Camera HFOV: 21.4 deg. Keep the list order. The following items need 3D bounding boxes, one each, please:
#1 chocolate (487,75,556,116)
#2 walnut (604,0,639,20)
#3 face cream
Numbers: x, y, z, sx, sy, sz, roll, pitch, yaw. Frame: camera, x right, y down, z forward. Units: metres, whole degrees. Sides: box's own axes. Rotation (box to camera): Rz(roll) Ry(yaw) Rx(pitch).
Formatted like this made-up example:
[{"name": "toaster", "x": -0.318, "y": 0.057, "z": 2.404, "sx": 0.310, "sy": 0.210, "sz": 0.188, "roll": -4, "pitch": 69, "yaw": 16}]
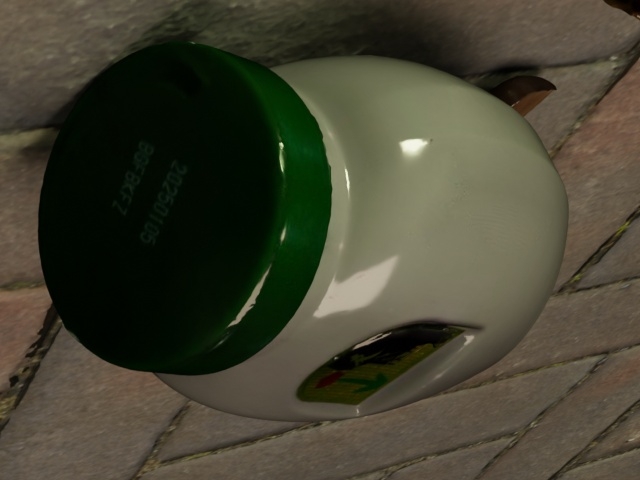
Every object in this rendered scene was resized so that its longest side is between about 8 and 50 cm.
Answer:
[{"name": "chocolate", "x": 0.137, "y": -0.100, "z": 1.351, "sx": 0.064, "sy": 0.031, "sz": 0.100, "roll": -15, "pitch": 157, "yaw": -50}, {"name": "walnut", "x": 0.291, "y": -0.213, "z": 1.151, "sx": 0.245, "sy": 0.137, "sz": 0.137, "roll": -11, "pitch": 155, "yaw": -10}, {"name": "face cream", "x": 0.000, "y": 0.000, "z": 1.183, "sx": 0.312, "sy": 0.219, "sz": 0.357, "roll": -36, "pitch": 152, "yaw": 27}]
